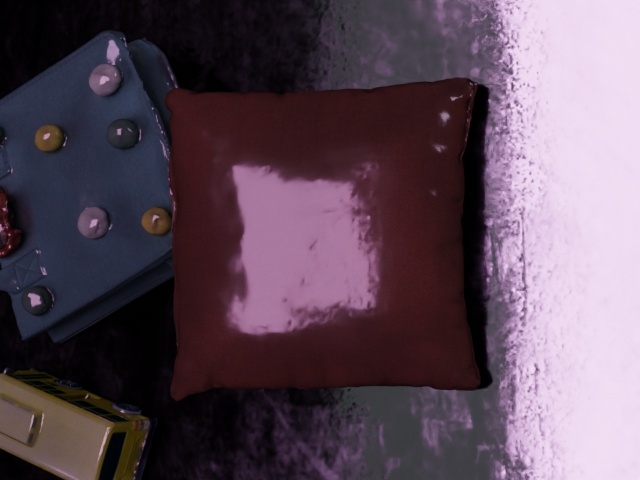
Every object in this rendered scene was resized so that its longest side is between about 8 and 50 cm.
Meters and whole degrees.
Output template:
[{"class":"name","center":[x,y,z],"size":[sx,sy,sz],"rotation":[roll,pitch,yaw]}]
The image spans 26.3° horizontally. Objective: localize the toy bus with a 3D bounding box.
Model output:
[{"class":"toy bus","center":[-0.273,0.199,1.456],"size":[0.175,0.101,0.088],"rotation":[19,95,27]}]

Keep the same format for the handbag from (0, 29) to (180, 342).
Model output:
[{"class":"handbag","center":[-0.256,-0.057,1.461],"size":[0.274,0.100,0.269],"rotation":[-26,78,22]}]

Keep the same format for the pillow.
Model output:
[{"class":"pillow","center":[0.000,0.000,1.318],"size":[0.305,0.108,0.308],"rotation":[-1,87,8]}]
